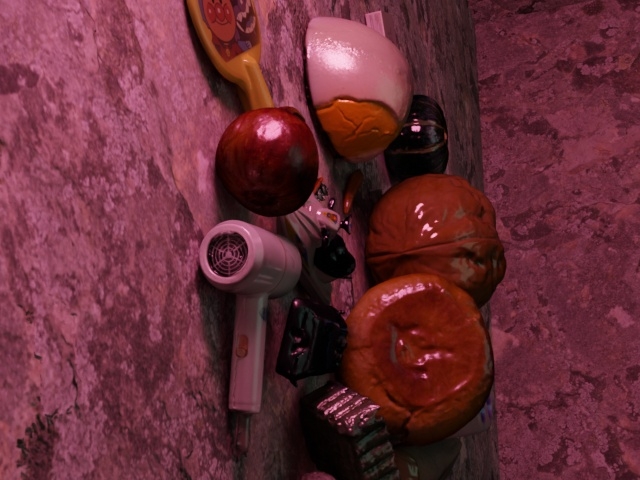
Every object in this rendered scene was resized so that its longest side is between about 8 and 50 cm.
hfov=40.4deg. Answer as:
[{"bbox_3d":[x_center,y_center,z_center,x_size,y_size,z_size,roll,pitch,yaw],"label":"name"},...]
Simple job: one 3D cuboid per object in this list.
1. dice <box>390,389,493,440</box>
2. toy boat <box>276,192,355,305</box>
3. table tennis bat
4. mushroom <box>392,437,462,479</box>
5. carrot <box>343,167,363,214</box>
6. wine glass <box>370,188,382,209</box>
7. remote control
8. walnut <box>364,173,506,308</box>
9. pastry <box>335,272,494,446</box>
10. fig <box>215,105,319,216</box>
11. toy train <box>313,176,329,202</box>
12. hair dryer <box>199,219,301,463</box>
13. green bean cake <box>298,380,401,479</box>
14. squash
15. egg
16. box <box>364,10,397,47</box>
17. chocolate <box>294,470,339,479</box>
[{"bbox_3d":[0.255,0.324,2.017,0.243,0.251,0.259,5,79,-71],"label":"dice"},{"bbox_3d":[-0.005,0.003,1.592,0.269,0.140,0.141,80,14,-54],"label":"toy boat"},{"bbox_3d":[-0.136,-0.315,1.448,0.224,0.054,0.369,-56,131,-60],"label":"table tennis bat"},{"bbox_3d":[0.215,0.530,2.013,0.137,0.154,0.407,47,14,24],"label":"mushroom"},{"bbox_3d":[0.072,-0.116,1.991,0.142,0.035,0.035,-69,147,-40],"label":"carrot"},{"bbox_3d":[0.147,-0.087,2.176,0.042,0.039,0.083,-13,95,-29],"label":"wine glass"},{"bbox_3d":[-0.004,0.178,1.508,0.399,0.062,0.145,33,69,-79],"label":"remote control"},{"bbox_3d":[0.268,0.020,2.069,0.397,0.307,0.354,5,66,-61],"label":"walnut"},{"bbox_3d":[0.197,0.241,1.791,0.164,0.355,0.356,113,-28,-83],"label":"pastry"},{"bbox_3d":[-0.075,-0.152,1.383,0.175,0.175,0.207,51,47,-56],"label":"fig"},{"bbox_3d":[-0.020,-0.101,1.715,0.064,0.044,0.103,64,25,-19],"label":"toy train"},{"bbox_3d":[-0.111,0.156,1.309,0.173,0.107,0.358,19,71,-68],"label":"hair dryer"},{"bbox_3d":[0.046,0.359,1.543,0.094,0.173,0.182,-25,114,-27],"label":"green bean cake"},{"bbox_3d":[0.264,-0.276,2.383,0.252,0.165,0.252,-6,90,-74],"label":"squash"},{"bbox_3d":[0.103,-0.340,1.911,0.337,0.200,0.337,-7,90,-73],"label":"egg"},{"bbox_3d":[0.169,-0.554,2.380,0.129,0.051,0.130,-28,110,-69],"label":"box"},{"bbox_3d":[-0.019,0.473,1.421,0.248,0.110,0.110,-72,149,-60],"label":"chocolate"}]
